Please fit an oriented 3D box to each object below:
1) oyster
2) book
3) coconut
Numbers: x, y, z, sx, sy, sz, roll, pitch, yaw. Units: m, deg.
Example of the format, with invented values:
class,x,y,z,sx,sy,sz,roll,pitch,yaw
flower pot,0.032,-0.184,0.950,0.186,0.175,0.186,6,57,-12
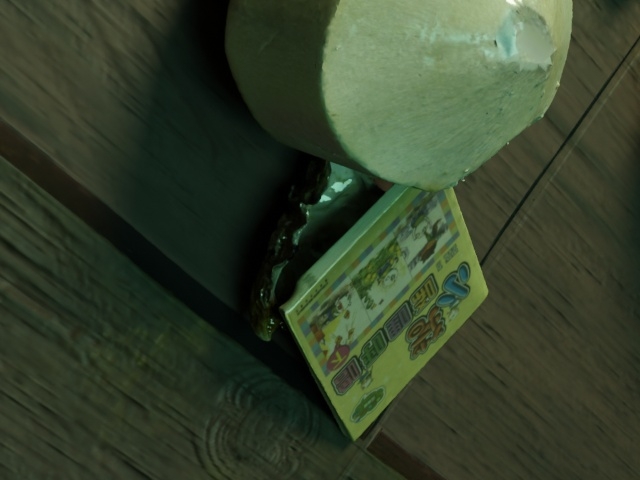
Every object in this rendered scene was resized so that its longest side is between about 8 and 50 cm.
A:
class,x,y,z,sx,sy,sz,roll,pitch,yaw
oyster,-0.008,0.003,1.347,0.148,0.051,0.103,-56,140,-17
book,0.052,0.043,1.398,0.168,0.013,0.192,-46,145,-15
coconut,0.058,-0.142,1.236,0.241,0.241,0.241,-13,114,-33
